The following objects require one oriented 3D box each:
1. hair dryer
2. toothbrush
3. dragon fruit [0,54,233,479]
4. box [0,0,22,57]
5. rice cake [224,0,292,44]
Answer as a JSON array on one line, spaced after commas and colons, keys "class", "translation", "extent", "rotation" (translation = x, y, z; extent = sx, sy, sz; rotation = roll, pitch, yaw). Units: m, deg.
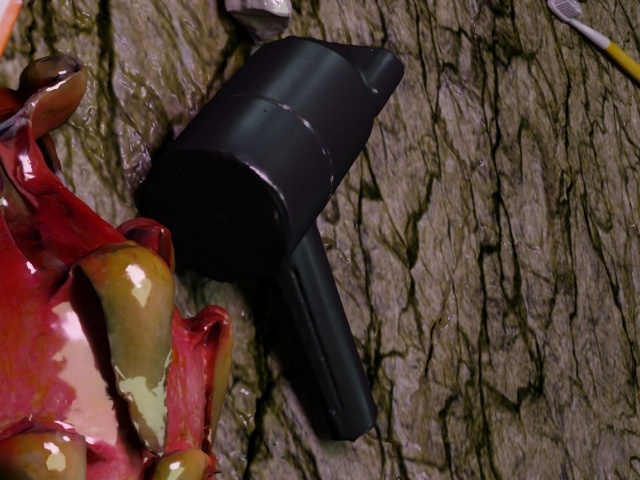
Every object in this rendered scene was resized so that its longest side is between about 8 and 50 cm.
[{"class": "hair dryer", "translation": [0.000, 0.000, 1.197], "extent": [0.244, 0.116, 0.302], "rotation": [-53, 133, -49]}, {"class": "toothbrush", "translation": [0.341, -0.221, 1.814], "extent": [0.288, 0.024, 0.021], "rotation": [27, 56, -49]}, {"class": "dragon fruit", "translation": [-0.168, 0.065, 0.835], "extent": [0.227, 0.243, 0.307], "rotation": [4, 35, -33]}, {"class": "box", "translation": [-0.343, -0.029, 0.554], "extent": [0.318, 0.257, 0.349], "rotation": [45, 44, -40]}, {"class": "rice cake", "translation": [-0.059, -0.285, 1.235], "extent": [0.057, 0.052, 0.256], "rotation": [56, 28, -79]}]
